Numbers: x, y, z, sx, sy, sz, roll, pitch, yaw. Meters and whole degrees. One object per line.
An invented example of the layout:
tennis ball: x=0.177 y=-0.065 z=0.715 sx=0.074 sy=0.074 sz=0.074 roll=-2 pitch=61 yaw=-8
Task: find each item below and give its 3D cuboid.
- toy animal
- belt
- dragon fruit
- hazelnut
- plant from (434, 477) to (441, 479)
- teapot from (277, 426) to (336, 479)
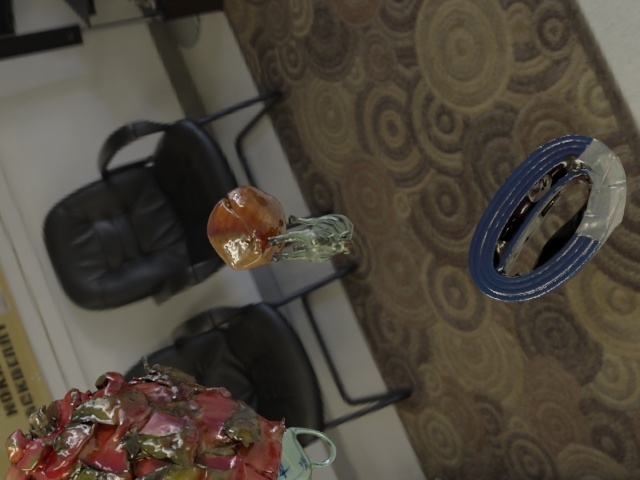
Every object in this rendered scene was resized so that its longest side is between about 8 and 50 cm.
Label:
toy animal: x=-0.018 y=0.004 z=1.661 sx=0.255 sy=0.170 sz=0.089 roll=-83 pitch=-17 yaw=-75
belt: x=0.426 y=-0.033 z=1.584 sx=0.212 sy=0.117 sz=0.347 roll=40 pitch=99 yaw=18
dragon fruit: x=-0.187 y=0.270 z=0.880 sx=0.250 sy=0.291 sz=0.268 roll=-112 pitch=27 yaw=-78
hazelnut: x=-0.146 y=-0.022 z=1.780 sx=0.182 sy=0.182 sz=0.182 roll=36 pitch=136 yaw=44
plant: x=0.293 y=0.624 z=1.979 sx=0.143 sy=0.094 sz=0.092 roll=26 pitch=140 yaw=18
teapot: x=-0.072 y=0.429 z=1.512 sx=0.159 sy=0.232 sz=0.159 roll=43 pitch=163 yaw=17
